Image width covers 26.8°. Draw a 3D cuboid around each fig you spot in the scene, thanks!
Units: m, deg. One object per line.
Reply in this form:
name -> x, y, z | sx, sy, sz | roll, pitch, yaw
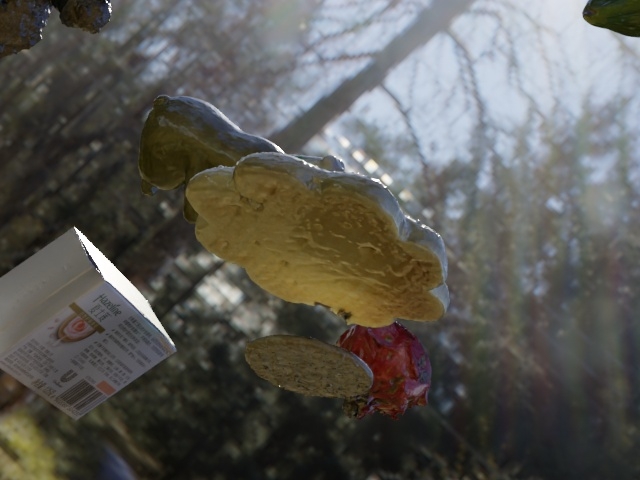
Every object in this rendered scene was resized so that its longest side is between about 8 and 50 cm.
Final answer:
fig -> 0.452, -0.336, 1.788 | 0.167, 0.233, 0.167 | 37, -8, 6

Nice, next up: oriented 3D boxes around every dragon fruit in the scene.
dragon fruit -> 0.064, 0.181, 1.817 | 0.153, 0.111, 0.153 | 17, -59, 31

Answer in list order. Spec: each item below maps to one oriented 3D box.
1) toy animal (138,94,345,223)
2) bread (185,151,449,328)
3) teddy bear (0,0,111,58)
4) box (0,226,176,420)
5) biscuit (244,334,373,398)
toy animal -> -0.145, -0.113, 2.249 | 0.363, 0.181, 0.180 | 31, -48, 28
bread -> 0.000, 0.000, 1.452 | 0.316, 0.054, 0.316 | 18, -27, 9
teddy bear -> -0.250, -0.288, 1.318 | 0.182, 0.251, 0.129 | 54, 14, 17
box -> -0.247, 0.089, 1.348 | 0.081, 0.135, 0.199 | 54, -3, 27
biscuit -> -0.012, 0.141, 1.505 | 0.152, 0.020, 0.152 | 10, -28, 5
